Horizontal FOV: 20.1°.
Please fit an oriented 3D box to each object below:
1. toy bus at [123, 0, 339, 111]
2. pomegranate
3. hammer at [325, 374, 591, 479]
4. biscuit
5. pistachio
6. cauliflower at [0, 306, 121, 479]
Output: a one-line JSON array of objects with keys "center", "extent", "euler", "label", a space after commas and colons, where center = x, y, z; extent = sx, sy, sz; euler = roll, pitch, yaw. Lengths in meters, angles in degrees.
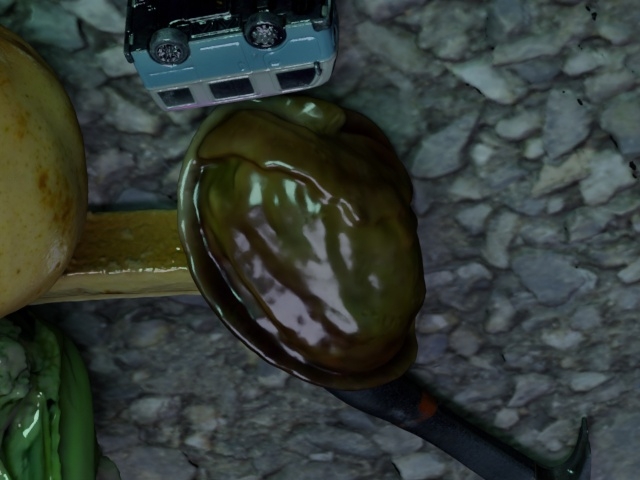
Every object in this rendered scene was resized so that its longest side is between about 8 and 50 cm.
[{"center": [-0.047, -0.118, 1.059], "extent": [0.123, 0.060, 0.075], "euler": [-8, 141, 10], "label": "toy bus"}, {"center": [-0.236, -0.040, 1.033], "extent": [0.207, 0.207, 0.207], "euler": [-1, 137, -1], "label": "pomegranate"}, {"center": [0.094, 0.137, 1.356], "extent": [0.137, 0.037, 0.290], "euler": [-32, 130, 29], "label": "hammer"}, {"center": [-0.125, 0.013, 1.205], "extent": [0.188, 0.052, 0.056], "euler": [-3, 150, 2], "label": "biscuit"}, {"center": [0.000, 0.000, 1.120], "extent": [0.165, 0.130, 0.210], "euler": [-39, 109, -20], "label": "pistachio"}, {"center": [-0.214, 0.176, 1.203], "extent": [0.239, 0.315, 0.256], "euler": [-8, 128, -34], "label": "cauliflower"}]
